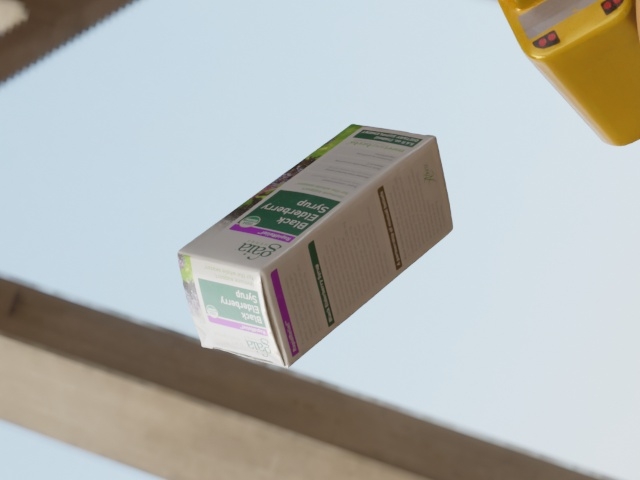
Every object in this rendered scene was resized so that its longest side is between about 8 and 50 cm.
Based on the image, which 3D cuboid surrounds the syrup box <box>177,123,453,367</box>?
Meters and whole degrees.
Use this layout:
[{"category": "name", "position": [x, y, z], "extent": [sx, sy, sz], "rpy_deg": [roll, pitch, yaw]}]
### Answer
[{"category": "syrup box", "position": [0.000, 0.000, 1.549], "extent": [0.237, 0.093, 0.096], "rpy_deg": [-37, -55, -39]}]

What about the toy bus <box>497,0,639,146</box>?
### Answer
[{"category": "toy bus", "position": [0.226, -0.194, 1.620], "extent": [0.333, 0.108, 0.130], "rpy_deg": [31, -146, -64]}]

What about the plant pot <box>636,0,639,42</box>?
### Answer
[{"category": "plant pot", "position": [0.347, -0.151, 1.264], "extent": [0.203, 0.291, 0.291], "rpy_deg": [-46, -32, -67]}]
